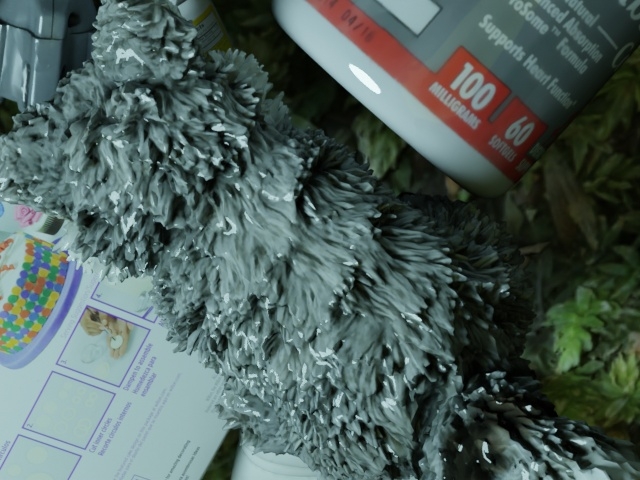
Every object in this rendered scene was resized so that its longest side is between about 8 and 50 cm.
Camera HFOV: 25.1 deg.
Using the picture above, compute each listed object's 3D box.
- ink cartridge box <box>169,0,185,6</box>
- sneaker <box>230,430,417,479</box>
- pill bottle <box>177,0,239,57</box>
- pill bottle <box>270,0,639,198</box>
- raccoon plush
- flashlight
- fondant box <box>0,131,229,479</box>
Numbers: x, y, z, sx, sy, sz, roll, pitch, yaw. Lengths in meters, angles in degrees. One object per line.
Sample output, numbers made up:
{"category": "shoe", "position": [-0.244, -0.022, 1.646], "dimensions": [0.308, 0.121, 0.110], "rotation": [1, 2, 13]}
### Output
{"category": "ink cartridge box", "position": [-0.033, -0.233, 0.926], "dimensions": [0.180, 0.104, 0.060], "rotation": [-35, 90, -14]}
{"category": "sneaker", "position": [0.072, 0.187, 1.185], "dimensions": [0.305, 0.114, 0.152], "rotation": [6, 126, -12]}
{"category": "pill bottle", "position": [-0.097, -0.138, 1.002], "dimensions": [0.065, 0.065, 0.116], "rotation": [-27, 117, -1]}
{"category": "pill bottle", "position": [0.155, -0.224, 0.945], "dimensions": [0.210, 0.210, 0.363], "rotation": [37, 99, -26]}
{"category": "raccoon plush", "position": [0.000, 0.000, 0.825], "dimensions": [0.299, 0.446, 0.216], "rotation": [41, 74, -29]}
{"category": "flashlight", "position": [-0.168, -0.239, 0.925], "dimensions": [0.103, 0.103, 0.304], "rotation": [-26, 134, -50]}
{"category": "fondant box", "position": [-0.214, 0.064, 1.047], "dimensions": [0.330, 0.096, 0.238], "rotation": [23, 106, -24]}
